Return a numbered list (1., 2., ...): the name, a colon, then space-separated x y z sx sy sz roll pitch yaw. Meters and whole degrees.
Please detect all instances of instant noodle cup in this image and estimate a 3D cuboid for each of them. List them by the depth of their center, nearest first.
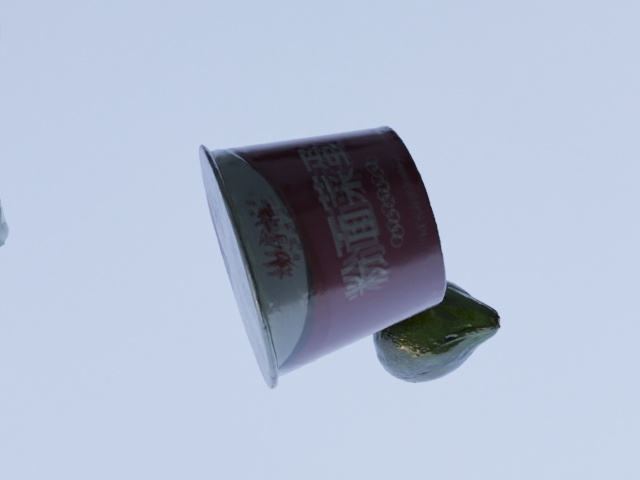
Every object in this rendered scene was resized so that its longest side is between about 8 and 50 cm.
1. instant noodle cup: 0.000 0.000 0.939 0.178 0.235 0.235 -17 -129 -9

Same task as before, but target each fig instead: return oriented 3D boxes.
1. fig: 0.140 0.100 1.164 0.156 0.123 0.123 -4 -138 29

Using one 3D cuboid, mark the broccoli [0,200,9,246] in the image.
1. broccoli: -0.576 0.050 1.138 0.274 0.353 0.397 33 -91 32
